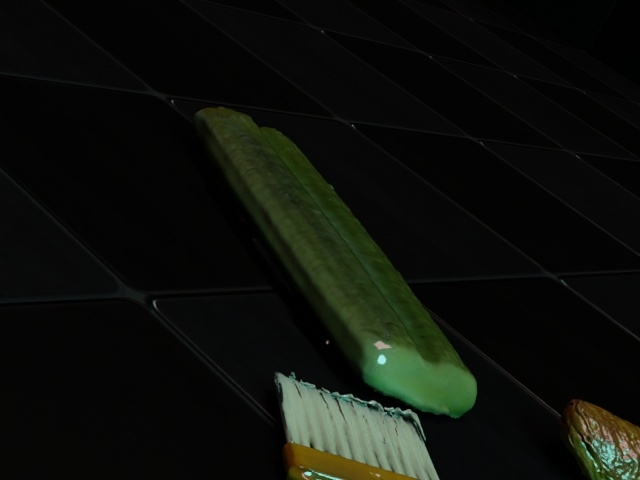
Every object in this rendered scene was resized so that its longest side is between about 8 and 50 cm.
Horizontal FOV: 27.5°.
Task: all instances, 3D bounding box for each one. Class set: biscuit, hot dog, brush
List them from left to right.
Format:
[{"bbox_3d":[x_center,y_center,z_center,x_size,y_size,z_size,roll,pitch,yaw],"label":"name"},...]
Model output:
[{"bbox_3d":[0.000,0.000,0.824,0.099,0.038,0.322,20,20,-33],"label":"biscuit"},{"bbox_3d":[0.037,0.149,0.522,0.090,0.017,0.314,19,21,-18],"label":"brush"},{"bbox_3d":[0.171,0.122,0.749,0.083,0.035,0.058,26,18,-7],"label":"hot dog"}]
